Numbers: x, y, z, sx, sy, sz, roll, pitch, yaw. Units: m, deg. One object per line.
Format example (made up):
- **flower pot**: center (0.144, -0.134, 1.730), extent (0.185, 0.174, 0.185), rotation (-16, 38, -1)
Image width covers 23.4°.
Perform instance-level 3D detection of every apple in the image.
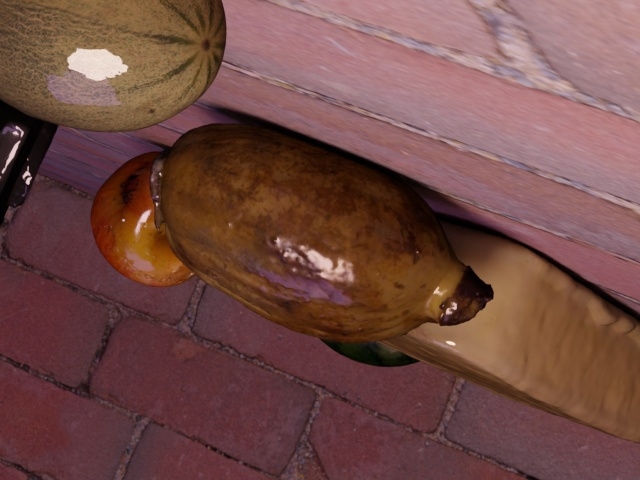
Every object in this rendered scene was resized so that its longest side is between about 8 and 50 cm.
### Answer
- **apple**: center (-0.161, -0.022, 1.566), extent (0.146, 0.146, 0.146), rotation (23, 176, 2)

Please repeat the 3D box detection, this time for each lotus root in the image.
- **lotus root**: center (0.000, 0.000, 1.098), extent (0.260, 0.128, 0.145), rotation (21, 166, 12)

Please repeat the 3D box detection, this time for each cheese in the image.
- **cheese**: center (0.167, 0.082, 1.373), extent (0.384, 0.104, 0.384), rotation (23, 176, 2)

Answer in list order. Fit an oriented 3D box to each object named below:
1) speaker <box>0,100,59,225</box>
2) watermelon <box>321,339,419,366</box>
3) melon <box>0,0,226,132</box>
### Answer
- **speaker**: center (-0.255, -0.060, 0.755), extent (0.232, 0.184, 0.254), rotation (24, -157, -10)
- **watermelon**: center (0.051, 0.064, 1.641), extent (0.204, 0.127, 0.232), rotation (25, 171, 15)
- **melon**: center (-0.096, -0.093, 0.637), extent (0.130, 0.098, 0.098), rotation (23, 176, 28)
